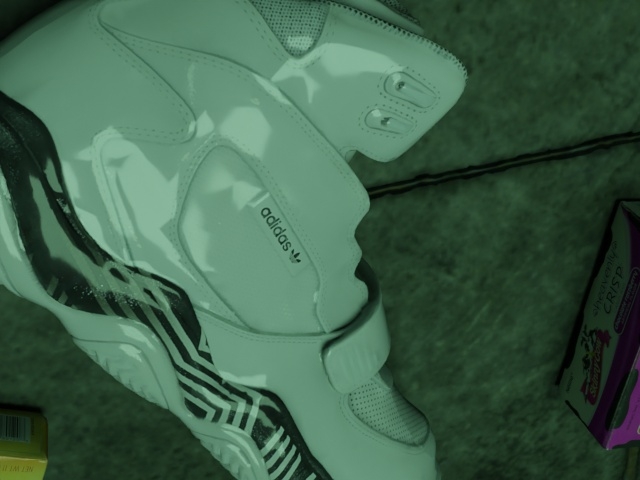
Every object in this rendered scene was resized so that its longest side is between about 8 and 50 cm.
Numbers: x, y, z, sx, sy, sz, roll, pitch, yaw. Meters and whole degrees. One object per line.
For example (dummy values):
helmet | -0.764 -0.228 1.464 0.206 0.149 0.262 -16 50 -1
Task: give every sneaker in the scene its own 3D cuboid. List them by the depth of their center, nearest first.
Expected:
sneaker | 0.000 0.000 0.465 0.210 0.137 0.366 -39 120 10

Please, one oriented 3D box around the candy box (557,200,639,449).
candy box | 0.299 0.055 0.639 0.234 0.071 0.159 0 119 -18

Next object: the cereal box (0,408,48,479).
cereal box | -0.274 0.197 0.543 0.173 0.047 0.240 11 115 -24
